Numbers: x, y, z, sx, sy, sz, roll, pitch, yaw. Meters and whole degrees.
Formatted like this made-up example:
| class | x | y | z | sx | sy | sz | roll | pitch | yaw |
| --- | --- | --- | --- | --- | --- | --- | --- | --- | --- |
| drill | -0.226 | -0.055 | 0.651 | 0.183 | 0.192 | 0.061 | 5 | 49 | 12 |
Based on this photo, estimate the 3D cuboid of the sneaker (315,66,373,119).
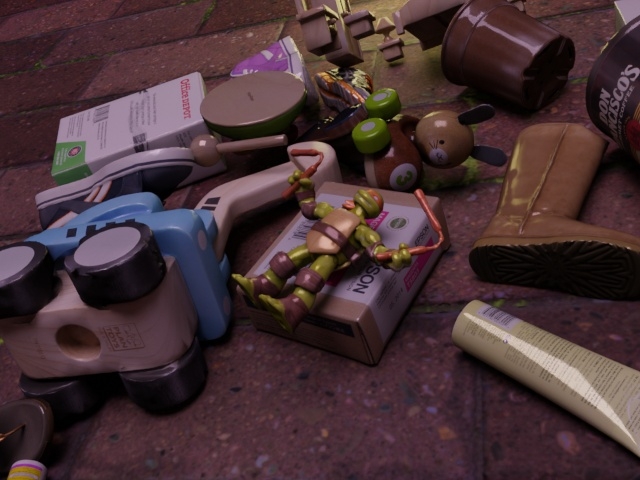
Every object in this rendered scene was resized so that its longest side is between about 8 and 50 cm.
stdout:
| class | x | y | z | sx | sy | sz | roll | pitch | yaw |
| --- | --- | --- | --- | --- | --- | --- | --- | --- | --- |
| sneaker | 0.064 | -0.274 | 1.293 | 0.083 | 0.084 | 0.215 | -23 | 38 | -11 |

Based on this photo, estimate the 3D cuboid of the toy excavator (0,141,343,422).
| class | x | y | z | sx | sy | sz | roll | pitch | yaw |
| --- | --- | --- | --- | --- | --- | --- | --- | --- | --- |
| toy excavator | -0.197 | 0.003 | 1.002 | 0.433 | 0.222 | 0.445 | -8 | 32 | 12 |

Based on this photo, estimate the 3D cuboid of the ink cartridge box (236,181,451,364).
| class | x | y | z | sx | sy | sz | roll | pitch | yaw |
| --- | --- | --- | --- | --- | --- | --- | --- | --- | --- |
| ink cartridge box | 0.036 | 0.031 | 0.943 | 0.193 | 0.088 | 0.234 | 10 | 47 | 34 |

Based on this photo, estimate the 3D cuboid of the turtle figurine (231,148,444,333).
| class | x | y | z | sx | sy | sz | roll | pitch | yaw |
| --- | --- | --- | --- | --- | --- | --- | --- | --- | --- |
| turtle figurine | 0.000 | 0.000 | 0.856 | 0.217 | 0.087 | 0.269 | -43 | 53 | -14 |

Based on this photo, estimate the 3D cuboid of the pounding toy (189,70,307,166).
| class | x | y | z | sx | sy | sz | roll | pitch | yaw |
| --- | --- | --- | --- | --- | --- | --- | --- | --- | --- |
| pounding toy | -0.108 | -0.184 | 1.194 | 0.183 | 0.110 | 0.236 | -3 | 40 | 14 |

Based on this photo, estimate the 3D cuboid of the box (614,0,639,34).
| class | x | y | z | sx | sy | sz | roll | pitch | yaw |
| --- | --- | --- | --- | --- | --- | --- | --- | --- | --- |
| box | 0.511 | -0.280 | 1.069 | 0.091 | 0.130 | 0.170 | -9 | 41 | 15 |

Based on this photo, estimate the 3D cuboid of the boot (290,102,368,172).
| class | x | y | z | sx | sy | sz | roll | pitch | yaw |
| --- | --- | --- | --- | --- | --- | --- | --- | --- | --- |
| boot | 0.029 | -0.150 | 1.180 | 0.082 | 0.106 | 0.219 | -46 | 17 | -21 |

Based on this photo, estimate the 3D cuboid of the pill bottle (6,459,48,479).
| class | x | y | z | sx | sy | sz | roll | pitch | yaw |
| --- | --- | --- | --- | --- | --- | --- | --- | --- | --- |
| pill bottle | -0.351 | 0.303 | 0.824 | 0.043 | 0.043 | 0.083 | -13 | 39 | 9 |

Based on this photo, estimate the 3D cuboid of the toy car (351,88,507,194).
| class | x | y | z | sx | sy | sz | roll | pitch | yaw |
| --- | --- | --- | --- | --- | --- | --- | --- | --- | --- |
| toy car | 0.165 | -0.132 | 1.010 | 0.189 | 0.155 | 0.149 | -5 | 41 | 26 |

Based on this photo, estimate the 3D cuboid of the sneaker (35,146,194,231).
| class | x | y | z | sx | sy | sz | roll | pitch | yaw |
| --- | --- | --- | --- | --- | --- | --- | --- | --- | --- |
| sneaker | -0.321 | -0.053 | 1.136 | 0.321 | 0.127 | 0.126 | -16 | -5 | 31 |

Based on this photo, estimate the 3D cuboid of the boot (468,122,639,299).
| class | x | y | z | sx | sy | sz | roll | pitch | yaw |
| --- | --- | --- | --- | --- | --- | --- | --- | --- | --- |
| boot | 0.335 | -0.057 | 0.918 | 0.236 | 0.089 | 0.269 | 8 | 45 | 30 |

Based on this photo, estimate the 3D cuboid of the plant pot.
| class | x | y | z | sx | sy | sz | roll | pitch | yaw |
| --- | --- | --- | --- | --- | --- | --- | --- | --- | --- |
| plant pot | 0.317 | -0.305 | 1.171 | 0.167 | 0.167 | 0.165 | -34 | 49 | -17 |

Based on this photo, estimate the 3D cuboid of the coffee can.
| class | x | y | z | sx | sy | sz | roll | pitch | yaw |
| --- | --- | --- | --- | --- | --- | --- | --- | --- | --- |
| coffee can | 0.487 | -0.148 | 0.866 | 0.202 | 0.201 | 0.275 | -19 | 39 | 1 |

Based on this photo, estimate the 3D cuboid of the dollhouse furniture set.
| class | x | y | z | sx | sy | sz | roll | pitch | yaw |
| --- | --- | --- | --- | --- | --- | --- | --- | --- | --- |
| dollhouse furniture set | 0.160 | -0.453 | 1.251 | 0.356 | 0.173 | 0.303 | -15 | 0 | 21 |

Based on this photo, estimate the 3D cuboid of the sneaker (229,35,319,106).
| class | x | y | z | sx | sy | sz | roll | pitch | yaw |
| --- | --- | --- | --- | --- | --- | --- | --- | --- | --- |
| sneaker | -0.098 | -0.309 | 1.399 | 0.161 | 0.102 | 0.282 | -23 | 28 | 1 |

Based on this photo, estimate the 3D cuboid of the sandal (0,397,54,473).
| class | x | y | z | sx | sy | sz | roll | pitch | yaw |
| --- | --- | --- | --- | --- | --- | --- | --- | --- | --- |
| sandal | -0.428 | 0.250 | 0.876 | 0.220 | 0.060 | 0.089 | -9 | 84 | 16 |

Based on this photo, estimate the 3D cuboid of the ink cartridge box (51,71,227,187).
| class | x | y | z | sx | sy | sz | roll | pitch | yaw |
| --- | --- | --- | --- | --- | --- | --- | --- | --- | --- |
| ink cartridge box | -0.333 | -0.180 | 1.319 | 0.289 | 0.121 | 0.211 | -19 | 39 | 1 |

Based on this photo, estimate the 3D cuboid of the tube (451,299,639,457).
| class | x | y | z | sx | sy | sz | roll | pitch | yaw |
| --- | --- | --- | --- | --- | --- | --- | --- | --- | --- |
| tube | 0.255 | 0.140 | 0.752 | 0.240 | 0.062 | 0.070 | 25 | 100 | 36 |
